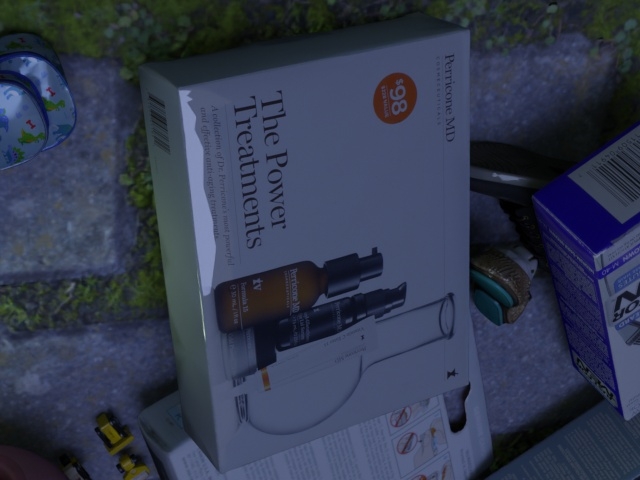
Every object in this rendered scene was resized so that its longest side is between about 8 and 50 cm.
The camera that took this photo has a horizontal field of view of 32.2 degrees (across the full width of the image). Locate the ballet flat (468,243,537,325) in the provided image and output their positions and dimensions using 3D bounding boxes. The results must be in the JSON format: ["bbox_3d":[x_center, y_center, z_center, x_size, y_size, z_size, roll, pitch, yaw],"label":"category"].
[{"bbox_3d":[0.192,0.037,1.157,0.067,0.073,0.206,-48,167,-5],"label":"ballet flat"}]

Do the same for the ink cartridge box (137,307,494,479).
[{"bbox_3d":[0.013,0.231,1.267,0.385,0.091,0.308,-29,127,-21],"label":"ink cartridge box"}]

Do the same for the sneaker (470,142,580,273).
[{"bbox_3d":[0.218,-0.026,1.157,0.222,0.083,0.118,9,117,-25],"label":"sneaker"}]

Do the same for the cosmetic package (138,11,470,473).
[{"bbox_3d":[0.000,0.000,1.034,0.285,0.097,0.377,-17,118,-26],"label":"cosmetic package"}]

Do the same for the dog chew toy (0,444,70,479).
[{"bbox_3d":[-0.331,0.366,1.143,0.207,0.206,0.331,-11,131,-13],"label":"dog chew toy"}]

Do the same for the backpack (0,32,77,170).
[{"bbox_3d":[-0.266,-0.112,0.933,0.114,0.084,0.105,-22,127,-9],"label":"backpack"}]

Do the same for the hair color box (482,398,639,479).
[{"bbox_3d":[0.334,0.317,1.373,0.374,0.113,0.185,-34,137,4],"label":"hair color box"}]

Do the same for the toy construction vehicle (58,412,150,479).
[{"bbox_3d":[-0.236,0.236,1.194,0.086,0.035,0.098,-37,128,-8],"label":"toy construction vehicle"}]

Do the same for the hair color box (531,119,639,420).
[{"bbox_3d":[0.347,0.031,1.167,0.185,0.110,0.339,-34,142,-5],"label":"hair color box"}]
